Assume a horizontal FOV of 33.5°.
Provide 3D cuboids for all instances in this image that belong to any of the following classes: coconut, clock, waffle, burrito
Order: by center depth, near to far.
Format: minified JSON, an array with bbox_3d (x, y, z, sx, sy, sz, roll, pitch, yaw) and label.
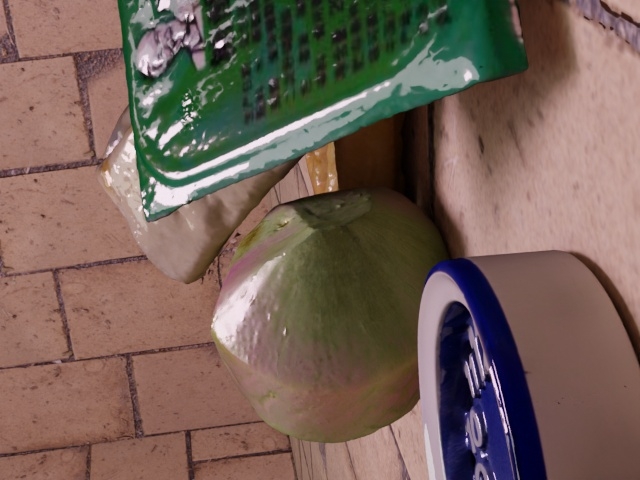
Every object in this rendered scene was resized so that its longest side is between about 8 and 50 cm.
[{"bbox_3d":[0.116,0.121,0.595,0.230,0.083,0.230,174,90,-86],"label":"clock"},{"bbox_3d":[0.010,0.058,0.914,0.204,0.236,0.236,57,159,33],"label":"coconut"},{"bbox_3d":[-0.067,-0.138,0.929,0.332,0.135,0.190,-48,25,31],"label":"burrito"},{"bbox_3d":[0.030,-0.121,1.141,0.348,0.078,0.304,-106,10,-55],"label":"waffle"}]

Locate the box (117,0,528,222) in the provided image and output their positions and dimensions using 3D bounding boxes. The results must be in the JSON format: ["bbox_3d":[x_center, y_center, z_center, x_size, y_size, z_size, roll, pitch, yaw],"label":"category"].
[{"bbox_3d":[-0.001,-0.174,0.720,0.337,0.106,0.264,-18,74,44],"label":"box"}]
